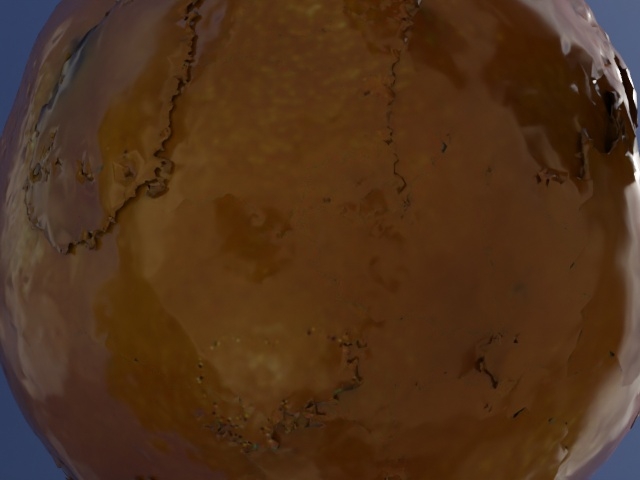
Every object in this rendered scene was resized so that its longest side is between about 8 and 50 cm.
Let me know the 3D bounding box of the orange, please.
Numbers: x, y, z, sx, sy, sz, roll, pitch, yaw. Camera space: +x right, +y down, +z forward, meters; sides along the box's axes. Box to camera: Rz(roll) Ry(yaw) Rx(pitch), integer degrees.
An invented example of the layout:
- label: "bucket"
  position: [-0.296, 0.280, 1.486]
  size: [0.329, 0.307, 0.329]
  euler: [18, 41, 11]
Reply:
- label: "orange"
  position: [0.000, 0.000, 0.567]
  size: [0.246, 0.246, 0.246]
  euler: [6, -112, -14]
